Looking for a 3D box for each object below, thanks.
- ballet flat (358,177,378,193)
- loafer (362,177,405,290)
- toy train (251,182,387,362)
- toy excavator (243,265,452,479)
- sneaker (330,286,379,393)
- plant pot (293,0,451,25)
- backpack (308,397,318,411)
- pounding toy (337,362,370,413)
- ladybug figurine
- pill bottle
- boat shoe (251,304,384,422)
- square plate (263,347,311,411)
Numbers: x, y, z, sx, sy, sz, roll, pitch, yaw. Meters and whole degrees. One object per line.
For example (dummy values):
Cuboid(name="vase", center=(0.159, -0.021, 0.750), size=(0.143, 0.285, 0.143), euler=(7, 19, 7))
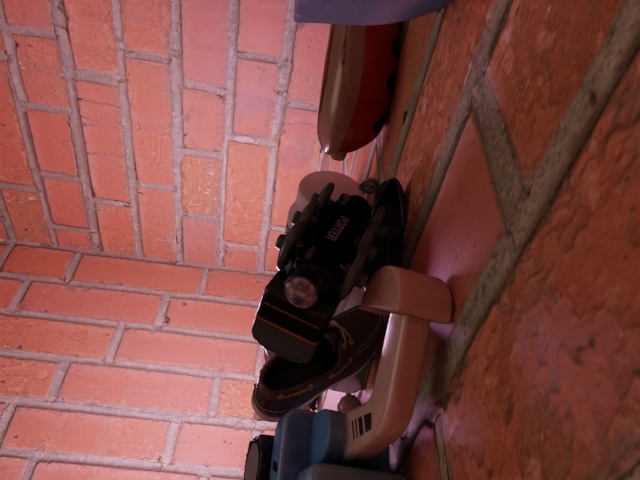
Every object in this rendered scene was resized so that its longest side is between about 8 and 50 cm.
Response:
Cuboid(name="ballet flat", center=(0.122, -0.135, 1.413), size=(0.114, 0.041, 0.041), euler=(-135, 53, -83))
Cuboid(name="loafer", center=(0.114, -0.007, 1.041), size=(0.078, 0.076, 0.223), euler=(88, -169, -72))
Cuboid(name="toy train", center=(0.003, 0.039, 0.903), size=(0.334, 0.142, 0.190), euler=(-57, -9, -62))
Cuboid(name="toy excavator", center=(0.051, 0.307, 0.817), size=(0.445, 0.222, 0.433), euler=(129, 152, -54))
Cuboid(name="sneaker", center=(0.066, 0.178, 1.164), size=(0.111, 0.129, 0.297), euler=(101, -167, -59))
Cuboid(name="plant pot", center=(0.100, -0.459, 0.864), size=(0.247, 0.252, 0.248), euler=(-106, 24, -79))
Cuboid(name="backpack", center=(-0.046, 0.525, 2.029), size=(0.105, 0.084, 0.114), euler=(-107, 28, -73))
Cuboid(name="pounding toy", center=(0.042, 0.258, 1.272), size=(0.183, 0.110, 0.237), euler=(-156, 74, -85))
Cuboid(name="ladybug figurine", center=(0.093, -0.414, 1.399), size=(0.305, 0.161, 0.449), euler=(-145, 63, -84))
Cuboid(name="pill bottle", center=(0.000, 0.000, 1.595), size=(0.204, 0.204, 0.361), euler=(-88, 7, -46))
Cuboid(name="boat shoe", center=(0.009, 0.200, 1.018), size=(0.305, 0.109, 0.091), euler=(-33, -28, -30))
Cuboid(name="square plate", center=(-0.059, 0.494, 1.525), size=(0.347, 0.049, 0.344), euler=(54, 156, 42))
